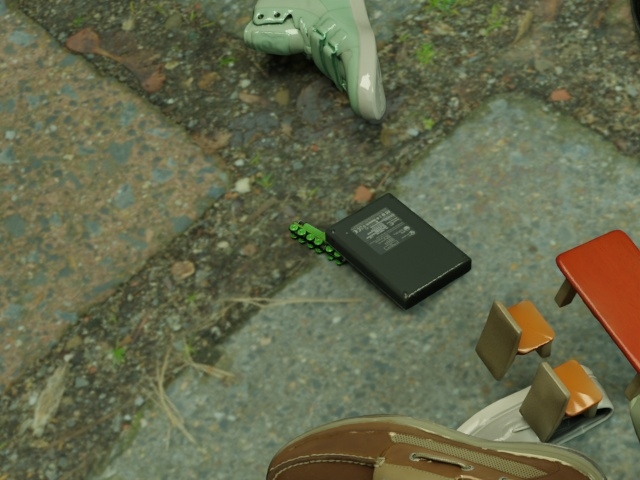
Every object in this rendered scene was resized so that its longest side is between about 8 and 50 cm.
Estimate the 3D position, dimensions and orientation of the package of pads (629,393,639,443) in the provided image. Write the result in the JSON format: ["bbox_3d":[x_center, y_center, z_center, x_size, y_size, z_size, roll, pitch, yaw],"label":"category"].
[{"bbox_3d":[0.362,0.257,1.214,0.101,0.229,0.296,-22,94,-8],"label":"package of pads"}]

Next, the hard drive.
[{"bbox_3d":[0.083,0.010,1.675,0.094,0.022,0.135,-30,51,-25],"label":"hard drive"}]

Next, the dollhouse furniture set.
[{"bbox_3d":[0.321,0.098,1.450,0.262,0.135,0.259,-24,62,-20],"label":"dollhouse furniture set"}]

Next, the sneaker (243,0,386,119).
[{"bbox_3d":[-0.009,-0.215,1.832,0.151,0.094,0.256,-12,42,-1],"label":"sneaker"}]

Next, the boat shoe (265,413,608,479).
[{"bbox_3d":[0.099,0.237,1.427,0.324,0.123,0.116,0,19,16],"label":"boat shoe"}]

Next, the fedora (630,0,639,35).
[{"bbox_3d":[0.496,-0.312,1.734,0.334,0.152,0.334,-8,52,10],"label":"fedora"}]

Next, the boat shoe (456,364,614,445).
[{"bbox_3d":[0.198,0.189,1.501,0.184,0.066,0.063,-24,50,-16],"label":"boat shoe"}]

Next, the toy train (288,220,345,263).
[{"bbox_3d":[0.000,0.000,1.720,0.083,0.017,0.024,31,57,32],"label":"toy train"}]
